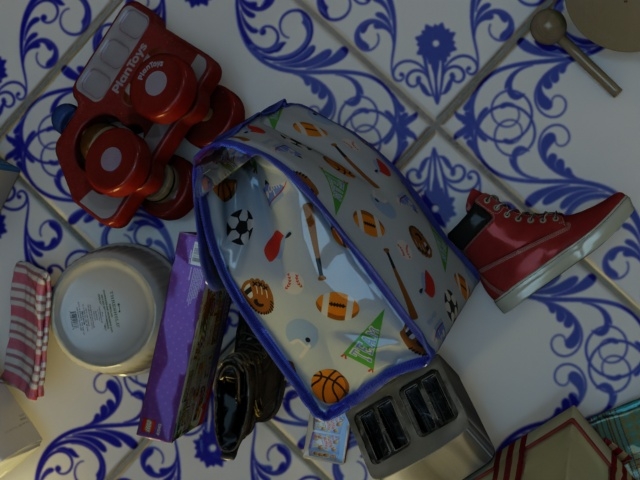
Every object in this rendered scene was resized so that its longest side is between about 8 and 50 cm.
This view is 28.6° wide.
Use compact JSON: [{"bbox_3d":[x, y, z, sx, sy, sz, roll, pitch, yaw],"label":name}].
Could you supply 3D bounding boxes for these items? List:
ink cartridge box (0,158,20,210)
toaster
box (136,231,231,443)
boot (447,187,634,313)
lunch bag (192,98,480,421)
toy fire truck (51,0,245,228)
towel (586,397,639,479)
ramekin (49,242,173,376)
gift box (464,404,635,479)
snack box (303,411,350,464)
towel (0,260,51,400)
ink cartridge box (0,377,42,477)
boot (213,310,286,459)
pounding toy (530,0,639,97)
[{"bbox_3d":[-0.647,-0.129,1.892,0.307,0.223,0.129,28,95,8],"label":"ink cartridge box"},{"bbox_3d":[0.140,0.276,1.780,0.168,0.110,0.186,-31,46,9],"label":"toaster"},{"bbox_3d":[-0.186,0.134,1.827,0.057,0.201,0.293,13,91,8],"label":"box"},{"bbox_3d":[0.311,-0.034,1.806,0.244,0.088,0.176,-36,83,11],"label":"boot"},{"bbox_3d":[0.000,0.000,1.700,0.239,0.328,0.385,-33,95,22],"label":"lunch bag"},{"bbox_3d":[-0.282,-0.183,1.881,0.254,0.169,0.302,36,95,32],"label":"toy fire truck"},{"bbox_3d":[0.557,0.329,1.786,0.370,0.040,0.272,-22,86,9],"label":"towel"},{"bbox_3d":[-0.310,0.107,1.894,0.207,0.109,0.207,0,90,9],"label":"ramekin"},{"bbox_3d":[0.321,0.420,1.703,0.255,0.258,0.276,-32,100,22],"label":"gift box"},{"bbox_3d":[0.019,0.243,1.883,0.064,0.022,0.178,9,91,8],"label":"snack box"},{"bbox_3d":[-0.446,0.134,1.904,0.029,0.144,0.197,3,94,-31],"label":"towel"},{"bbox_3d":[-0.594,0.260,1.920,0.207,0.117,0.283,-38,84,19],"label":"ink cartridge box"},{"bbox_3d":[-0.098,0.168,1.797,0.091,0.229,0.263,1,90,9],"label":"boot"},{"bbox_3d":[0.430,-0.353,1.791,0.183,0.110,0.237,34,125,-3],"label":"pounding toy"}]
